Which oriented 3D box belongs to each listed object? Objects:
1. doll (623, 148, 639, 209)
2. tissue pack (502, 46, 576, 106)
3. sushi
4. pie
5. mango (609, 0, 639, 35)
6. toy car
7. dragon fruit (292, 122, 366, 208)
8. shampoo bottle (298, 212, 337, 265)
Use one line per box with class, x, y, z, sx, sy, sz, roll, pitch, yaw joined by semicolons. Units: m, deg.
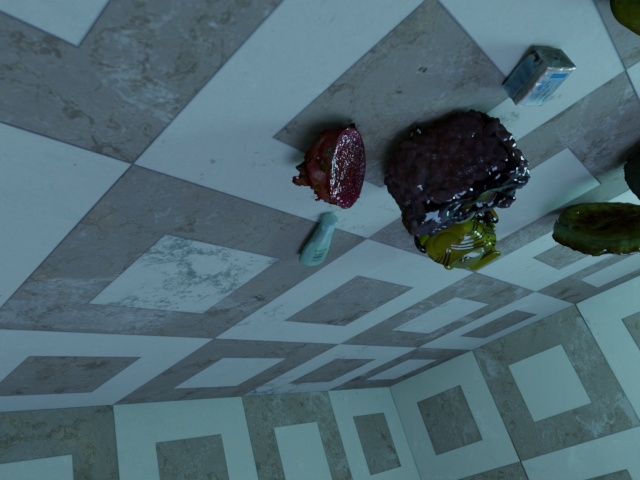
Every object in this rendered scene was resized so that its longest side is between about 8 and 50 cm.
doll;0.941;-0.190;1.207;0.247;0.247;0.350;12;151;-44
tissue pack;0.382;-0.285;0.875;0.074;0.058;0.094;-7;152;-24
sushi;0.274;-0.120;1.001;0.270;0.170;0.236;-22;153;-2
pie;0.836;-0.038;1.406;0.355;0.102;0.288;-20;-161;-35
mango;0.545;-0.374;0.745;0.221;0.120;0.151;-15;151;10
toy car;0.377;0.005;1.328;0.248;0.142;0.200;9;142;-45
dragon fruit;0.007;-0.137;0.896;0.111;0.152;0.153;9;163;24
shampoo bottle;0.000;0.000;1.203;0.069;0.041;0.190;-2;149;-18
